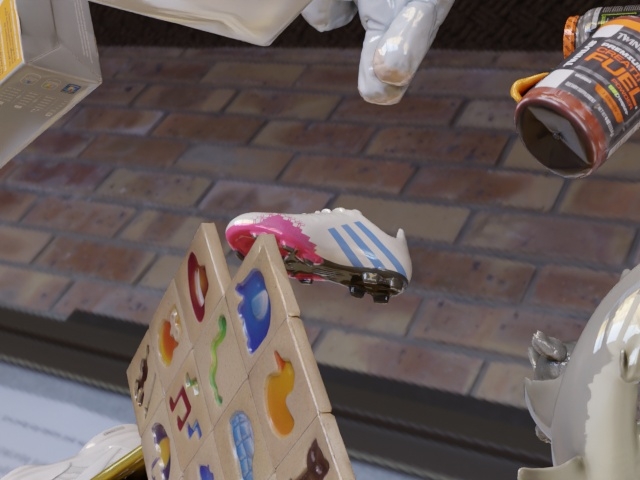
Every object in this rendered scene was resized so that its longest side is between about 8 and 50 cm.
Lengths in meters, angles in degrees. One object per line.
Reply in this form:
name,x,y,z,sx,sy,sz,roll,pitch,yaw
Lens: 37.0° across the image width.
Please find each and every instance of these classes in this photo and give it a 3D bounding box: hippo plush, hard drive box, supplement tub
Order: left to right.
hard drive box,-0.340,-0.195,1.000,0.232,0.181,0.089,-29,156,37
hippo plush,0.070,-0.363,1.468,0.236,0.234,0.294,29,145,1
supplement tub,0.296,-0.159,0.980,0.106,0.198,0.106,40,157,21
supplement tub,0.506,-0.329,1.576,0.190,0.117,0.117,4,135,29

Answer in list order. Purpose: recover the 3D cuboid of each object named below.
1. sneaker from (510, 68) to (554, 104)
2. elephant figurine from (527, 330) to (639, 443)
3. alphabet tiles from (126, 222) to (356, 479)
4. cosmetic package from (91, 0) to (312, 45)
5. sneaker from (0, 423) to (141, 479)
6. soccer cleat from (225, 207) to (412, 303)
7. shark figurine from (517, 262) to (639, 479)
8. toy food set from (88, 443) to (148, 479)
sneaker,0.363,-0.209,1.339,0.083,0.084,0.214,10,167,-42
elephant figurine,0.374,0.196,1.368,0.169,0.239,0.186,13,108,11
alphabet tiles,-0.038,0.120,0.382,0.009,0.237,0.198,3,139,-30
cosmetic package,-0.176,-0.252,0.411,0.097,0.377,0.285,-36,66,35
sneaker,-0.325,0.352,1.263,0.152,0.305,0.114,30,135,40
soccer cleat,0.000,0.000,1.578,0.331,0.143,0.116,19,144,-21
shark figurine,0.190,0.087,0.650,0.166,0.278,0.116,16,178,-24
toy food set,-0.091,0.180,0.709,0.071,0.217,0.128,54,175,19
